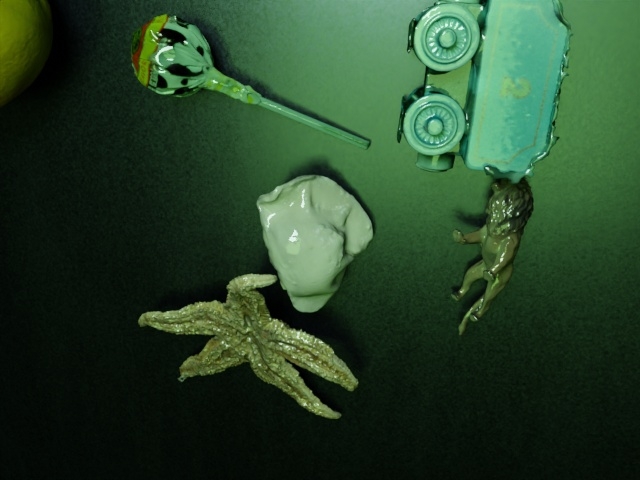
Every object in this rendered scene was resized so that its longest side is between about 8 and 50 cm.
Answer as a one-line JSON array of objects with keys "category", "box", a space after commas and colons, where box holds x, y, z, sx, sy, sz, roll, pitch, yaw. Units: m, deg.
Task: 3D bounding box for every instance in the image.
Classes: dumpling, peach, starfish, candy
[{"category": "dumpling", "box": [0.000, 0.002, 0.770, 0.134, 0.100, 0.169, -21, 94, -11]}, {"category": "peach", "box": [-0.435, -0.257, 0.711, 0.231, 0.231, 0.230, 5, 111, 12]}, {"category": "starfish", "box": [-0.103, 0.143, 0.847, 0.303, 0.060, 0.299, -2, 133, 25]}, {"category": "candy", "box": [-0.079, -0.179, 0.736, 0.306, 0.083, 0.091, 21, 97, -4]}]

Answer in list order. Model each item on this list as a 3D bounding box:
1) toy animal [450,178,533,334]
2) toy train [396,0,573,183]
[{"category": "toy animal", "box": [0.197, 0.027, 0.730, 0.069, 0.086, 0.219, 41, 128, 40]}, {"category": "toy train", "box": [0.169, -0.168, 0.650, 0.163, 0.112, 0.203, 6, 112, 5]}]
